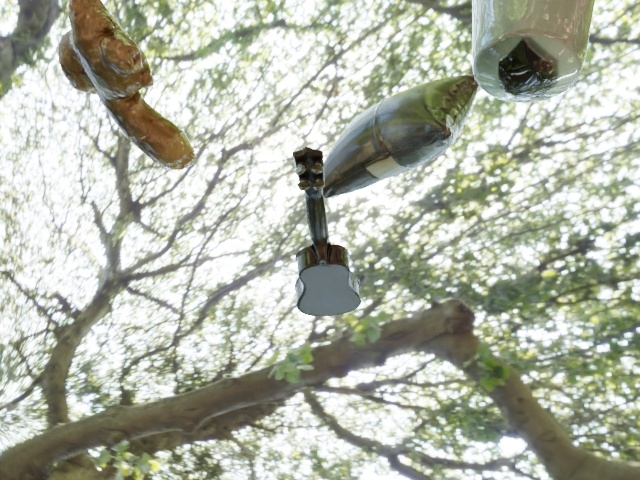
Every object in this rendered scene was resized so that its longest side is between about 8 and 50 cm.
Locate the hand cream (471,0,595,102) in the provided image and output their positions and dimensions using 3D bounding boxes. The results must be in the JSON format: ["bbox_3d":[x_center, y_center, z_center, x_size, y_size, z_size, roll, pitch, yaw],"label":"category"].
[{"bbox_3d":[0.163,-0.240,0.549,0.067,0.109,0.321,51,-136,-52],"label":"hand cream"}]

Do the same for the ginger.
[{"bbox_3d":[-0.208,-0.164,0.801,0.214,0.133,0.059,49,-124,-14],"label":"ginger"}]

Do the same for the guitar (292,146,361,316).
[{"bbox_3d":[0.000,0.001,0.855,0.083,0.271,0.038,-7,-130,1],"label":"guitar"}]

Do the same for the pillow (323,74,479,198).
[{"bbox_3d":[0.106,-0.153,1.088,0.106,0.250,0.186,54,-142,-17],"label":"pillow"}]
